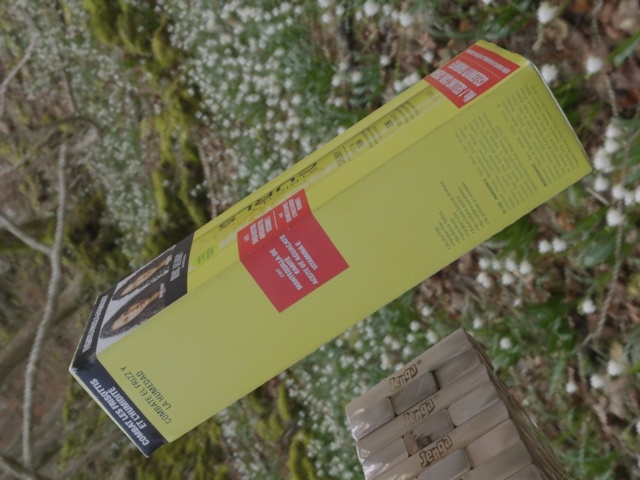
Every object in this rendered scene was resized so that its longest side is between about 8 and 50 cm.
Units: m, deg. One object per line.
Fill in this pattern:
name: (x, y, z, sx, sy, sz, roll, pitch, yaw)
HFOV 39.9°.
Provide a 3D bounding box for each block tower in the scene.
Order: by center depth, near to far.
block tower: (0.096, 0.178, 0.388, 0.097, 0.091, 0.335, 50, -169, -27)

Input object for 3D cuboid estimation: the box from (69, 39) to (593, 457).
box: (0.000, 0.000, 0.405, 0.058, 0.232, 0.087, 55, -172, -19)
